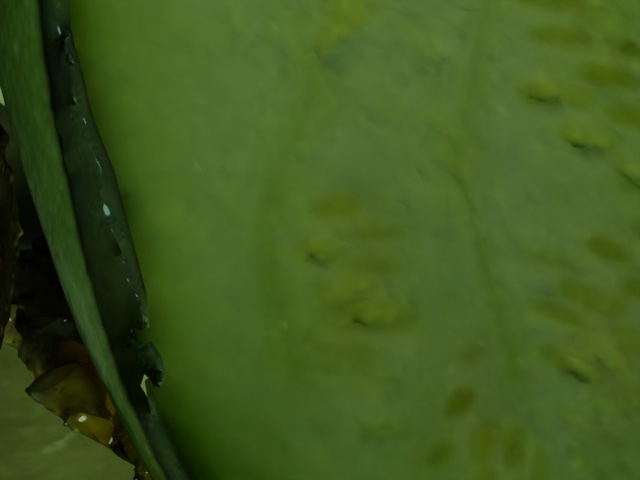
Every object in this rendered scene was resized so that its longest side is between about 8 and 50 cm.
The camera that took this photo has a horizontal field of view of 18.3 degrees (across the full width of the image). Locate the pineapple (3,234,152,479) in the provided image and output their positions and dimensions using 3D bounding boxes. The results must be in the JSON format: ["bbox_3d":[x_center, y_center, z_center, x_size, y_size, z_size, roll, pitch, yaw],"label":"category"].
[{"bbox_3d":[-0.003,-0.001,0.819,0.209,0.286,0.344,-61,165,1],"label":"pineapple"}]

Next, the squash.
[{"bbox_3d":[0.022,-0.031,0.562,0.233,0.309,0.210,9,125,-27],"label":"squash"}]

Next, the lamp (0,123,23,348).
[{"bbox_3d":[-0.250,-0.002,0.718,0.274,0.177,0.177,6,129,1],"label":"lamp"}]

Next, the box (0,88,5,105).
[{"bbox_3d":[-0.096,-0.176,0.685,0.203,0.116,0.274,-39,131,14],"label":"box"}]
